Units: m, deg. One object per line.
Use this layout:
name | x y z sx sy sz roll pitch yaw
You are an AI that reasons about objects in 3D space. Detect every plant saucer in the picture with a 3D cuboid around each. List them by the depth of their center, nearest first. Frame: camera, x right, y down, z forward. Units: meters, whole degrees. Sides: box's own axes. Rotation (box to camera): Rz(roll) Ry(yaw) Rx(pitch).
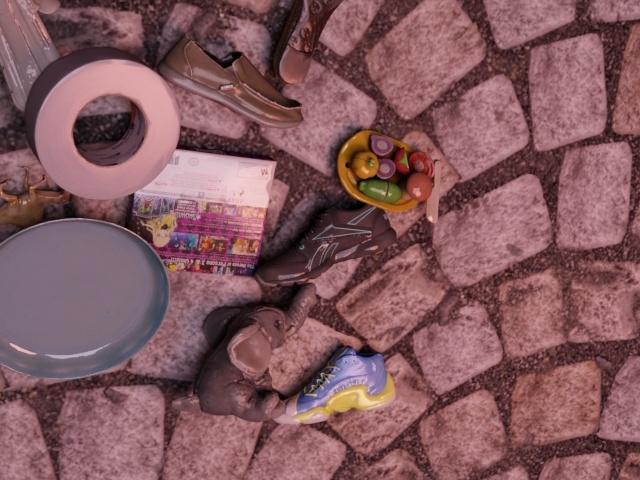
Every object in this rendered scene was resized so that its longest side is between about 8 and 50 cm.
plant saucer | -0.402 0.089 1.575 0.318 0.043 0.317 -10 127 -14

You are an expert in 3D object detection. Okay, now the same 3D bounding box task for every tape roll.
tape roll | -0.323 -0.173 1.460 0.219 0.072 0.219 -15 122 -25

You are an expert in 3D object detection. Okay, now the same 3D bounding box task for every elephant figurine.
elephant figurine | -0.126 0.181 1.698 0.169 0.186 0.239 11 95 21

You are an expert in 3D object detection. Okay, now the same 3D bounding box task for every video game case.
video game case | -0.203 -0.049 1.633 0.232 0.042 0.210 5 106 -21

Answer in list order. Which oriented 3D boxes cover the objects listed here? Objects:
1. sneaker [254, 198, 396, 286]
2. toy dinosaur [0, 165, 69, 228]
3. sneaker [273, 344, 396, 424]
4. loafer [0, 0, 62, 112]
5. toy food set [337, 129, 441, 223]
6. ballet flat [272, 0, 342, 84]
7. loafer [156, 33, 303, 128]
sneaker | 0.000 0.000 1.705 0.267 0.101 0.106 -23 104 -21
toy dinosaur | -0.478 -0.055 1.528 0.183 0.053 0.092 -27 116 -9
sneaker | 0.017 0.260 1.807 0.240 0.091 0.126 -9 92 -16
loafer | -0.435 -0.342 1.419 0.111 0.112 0.319 -21 122 -17
toy food set | 0.138 -0.117 1.694 0.218 0.071 0.128 17 78 -24
ballet flat | -0.015 -0.370 1.589 0.084 0.058 0.250 20 96 -28
loafer | -0.130 -0.252 1.560 0.251 0.094 0.087 20 105 -24
